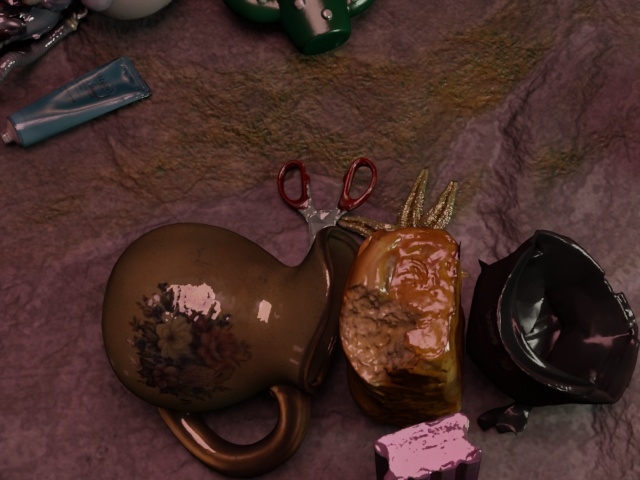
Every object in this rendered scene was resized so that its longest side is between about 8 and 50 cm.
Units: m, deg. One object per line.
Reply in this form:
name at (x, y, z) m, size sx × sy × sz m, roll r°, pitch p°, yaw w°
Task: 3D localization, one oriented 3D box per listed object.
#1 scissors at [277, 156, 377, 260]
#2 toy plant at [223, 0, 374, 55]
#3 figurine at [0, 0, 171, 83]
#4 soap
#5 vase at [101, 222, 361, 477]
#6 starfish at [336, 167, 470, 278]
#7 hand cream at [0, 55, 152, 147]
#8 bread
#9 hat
scissors at (0.000, 0.000, 1.909) m, size 0.144 × 0.017 × 0.248 m, roll -1°, pitch 67°, yaw 17°
toy plant at (-0.029, -0.397, 2.054) m, size 0.243 × 0.112 × 0.232 m, roll 43°, pitch 73°, yaw 11°
figurine at (-0.359, -0.395, 2.020) m, size 0.381 × 0.186 × 0.261 m, roll -19°, pitch 55°, yaw -2°
soap at (0.129, 0.282, 1.689) m, size 0.122 × 0.203 × 0.066 m, roll -17°, pitch 64°, yaw -5°
vase at (-0.104, 0.141, 1.746) m, size 0.302 × 0.241 × 0.329 m, roll 2°, pitch 102°, yaw 16°
starfish at (0.116, -0.002, 1.905) m, size 0.216 × 0.050 × 0.223 m, roll 25°, pitch 68°, yaw 17°
hand cream at (-0.359, -0.194, 2.003) m, size 0.224 × 0.048 × 0.083 m, roll -29°, pitch 66°, yaw -18°
bread at (0.099, 0.112, 1.690) m, size 0.148 × 0.344 × 0.195 m, roll 3°, pitch 67°, yaw 8°
hat at (0.244, 0.123, 1.746) m, size 0.209 × 0.336 × 0.238 m, roll -23°, pitch 81°, yaw 31°
